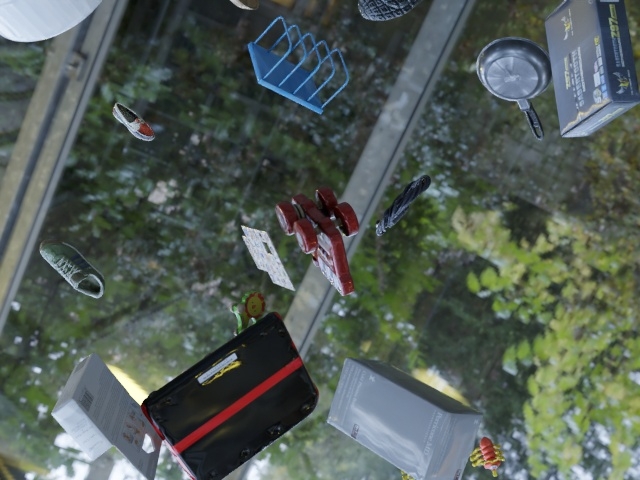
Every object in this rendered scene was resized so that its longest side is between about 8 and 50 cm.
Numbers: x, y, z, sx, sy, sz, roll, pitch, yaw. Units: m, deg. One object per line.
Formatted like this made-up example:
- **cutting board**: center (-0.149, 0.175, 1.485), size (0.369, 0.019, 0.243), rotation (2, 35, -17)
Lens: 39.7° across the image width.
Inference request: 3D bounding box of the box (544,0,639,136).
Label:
- **box**: center (0.467, -0.316, 1.542), size (0.059, 0.232, 0.183), rotation (-3, 170, -11)

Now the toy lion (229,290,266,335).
- **toy lion**: center (-0.169, 0.174, 2.140), size (0.034, 0.100, 0.096), rotation (4, -162, 44)

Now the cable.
- **cable**: center (0.195, -0.091, 2.147), size (0.047, 0.184, 0.150), rotation (45, -165, 5)

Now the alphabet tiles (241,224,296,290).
- **alphabet tiles**: center (-0.163, 0.047, 2.635), size (0.237, 0.009, 0.198), rotation (14, 133, 63)

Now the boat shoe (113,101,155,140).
- **boat shoe**: center (-0.510, -0.327, 2.432), size (0.137, 0.049, 0.043), rotation (39, 151, -3)

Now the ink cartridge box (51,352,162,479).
- **ink cartridge box**: center (-0.469, 0.409, 1.994), size (0.261, 0.066, 0.296), rotation (52, -177, -12)

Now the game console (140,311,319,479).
- **game console**: center (-0.203, 0.388, 2.141), size (0.060, 0.387, 0.342), rotation (36, 156, 52)

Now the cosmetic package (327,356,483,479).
- **cosmetic package**: center (0.134, 0.292, 1.455), size (0.107, 0.127, 0.238), rotation (14, -175, -41)

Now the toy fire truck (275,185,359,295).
- **toy fire truck**: center (0.000, 0.000, 2.604), size (0.169, 0.253, 0.302), rotation (-22, -147, -17)

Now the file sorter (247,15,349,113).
- **file sorter**: center (-0.042, -0.360, 1.803), size (0.170, 0.104, 0.118), rotation (20, -140, -39)

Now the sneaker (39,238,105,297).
- **sneaker**: center (-0.597, 0.073, 2.162), size (0.192, 0.064, 0.086), rotation (43, -173, -34)

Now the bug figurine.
- **bug figurine**: center (0.338, 0.544, 2.344), size (0.279, 0.072, 0.216), rotation (-15, -123, -6)

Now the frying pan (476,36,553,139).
- **frying pan**: center (0.500, -0.388, 2.318), size (0.197, 0.326, 0.053), rotation (11, -131, 15)

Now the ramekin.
- **ramekin**: center (-0.465, -0.454, 1.423), size (0.277, 0.277, 0.135), rotation (33, 168, 29)

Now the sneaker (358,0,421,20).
- **sneaker**: center (0.225, -0.596, 2.082), size (0.109, 0.286, 0.130), rotation (66, -168, -2)

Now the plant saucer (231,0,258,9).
- **plant saucer**: center (-0.125, -0.369, 1.301), size (0.083, 0.015, 0.083), rotation (40, -150, -30)
